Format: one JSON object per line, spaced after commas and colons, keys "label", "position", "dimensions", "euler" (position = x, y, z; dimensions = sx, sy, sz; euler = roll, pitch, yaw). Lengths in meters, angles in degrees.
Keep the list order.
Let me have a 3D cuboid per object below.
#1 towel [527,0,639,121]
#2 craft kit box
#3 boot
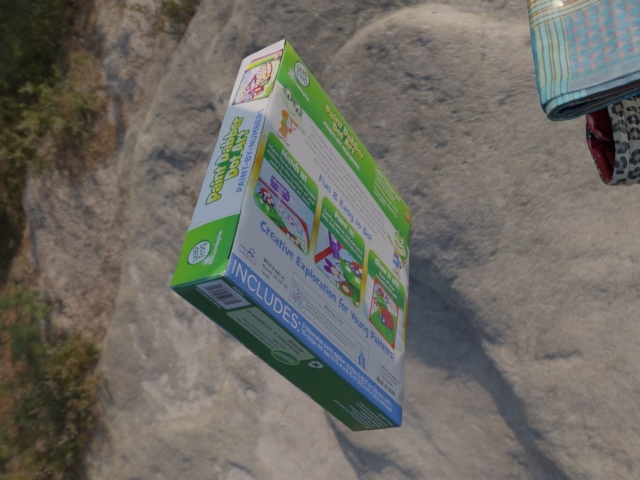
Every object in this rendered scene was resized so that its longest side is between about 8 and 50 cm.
{"label": "towel", "position": [0.368, -0.343, 0.770], "dimensions": [0.271, 0.040, 0.370], "euler": [-18, 63, 38]}
{"label": "craft kit box", "position": [0.000, 0.000, 0.565], "dimensions": [0.061, 0.246, 0.250], "euler": [-14, 137, 31]}
{"label": "boot", "position": [0.567, -0.226, 1.020], "dimensions": [0.284, 0.377, 0.138], "euler": [-2, 147, 9]}
